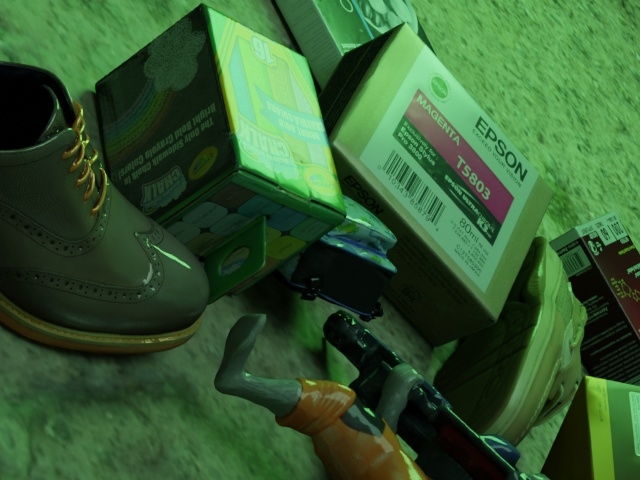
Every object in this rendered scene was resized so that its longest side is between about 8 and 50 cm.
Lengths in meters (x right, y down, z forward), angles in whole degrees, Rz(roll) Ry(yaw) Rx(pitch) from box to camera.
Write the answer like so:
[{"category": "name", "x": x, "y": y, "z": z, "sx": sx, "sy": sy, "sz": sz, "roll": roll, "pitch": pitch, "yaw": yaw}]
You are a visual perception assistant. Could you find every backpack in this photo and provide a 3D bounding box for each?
[{"category": "backpack", "x": 0.000, "y": 0.000, "z": 1.539, "sx": 0.105, "sy": 0.084, "sz": 0.114, "roll": 22, "pitch": 9, "yaw": -44}]

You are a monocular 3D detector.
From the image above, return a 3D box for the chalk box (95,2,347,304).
[{"category": "chalk box", "x": -0.075, "y": -0.050, "z": 1.458, "sx": 0.132, "sy": 0.132, "sz": 0.213, "roll": 23, "pitch": 44, "yaw": -45}]

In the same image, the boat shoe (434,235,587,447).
[{"category": "boat shoe", "x": 0.195, "y": 0.112, "z": 1.717, "sx": 0.110, "sy": 0.121, "sz": 0.341, "roll": 50, "pitch": 28, "yaw": -11}]

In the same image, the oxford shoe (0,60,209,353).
[{"category": "oxford shoe", "x": -0.190, "y": -0.030, "z": 1.260, "sx": 0.364, "sy": 0.133, "sz": 0.130, "roll": 30, "pitch": 38, "yaw": -40}]

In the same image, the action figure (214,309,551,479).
[{"category": "action figure", "x": 0.036, "y": 0.181, "z": 1.435, "sx": 0.330, "sy": 0.178, "sz": 0.341, "roll": 36, "pitch": 5, "yaw": -43}]

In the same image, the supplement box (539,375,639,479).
[{"category": "supplement box", "x": 0.291, "y": 0.241, "z": 1.589, "sx": 0.194, "sy": 0.191, "sz": 0.129, "roll": 11, "pitch": 41, "yaw": -6}]

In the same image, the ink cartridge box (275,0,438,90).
[{"category": "ink cartridge box", "x": 0.057, "y": -0.177, "z": 1.875, "sx": 0.206, "sy": 0.045, "sz": 0.208, "roll": -7, "pitch": 69, "yaw": -58}]

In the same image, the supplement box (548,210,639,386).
[{"category": "supplement box", "x": 0.325, "y": 0.095, "z": 1.982, "sx": 0.239, "sy": 0.073, "sz": 0.130, "roll": 61, "pitch": 29, "yaw": 5}]

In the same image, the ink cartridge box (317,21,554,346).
[{"category": "ink cartridge box", "x": 0.091, "y": -0.052, "z": 1.716, "sx": 0.234, "sy": 0.088, "sz": 0.193, "roll": 46, "pitch": 46, "yaw": -18}]
